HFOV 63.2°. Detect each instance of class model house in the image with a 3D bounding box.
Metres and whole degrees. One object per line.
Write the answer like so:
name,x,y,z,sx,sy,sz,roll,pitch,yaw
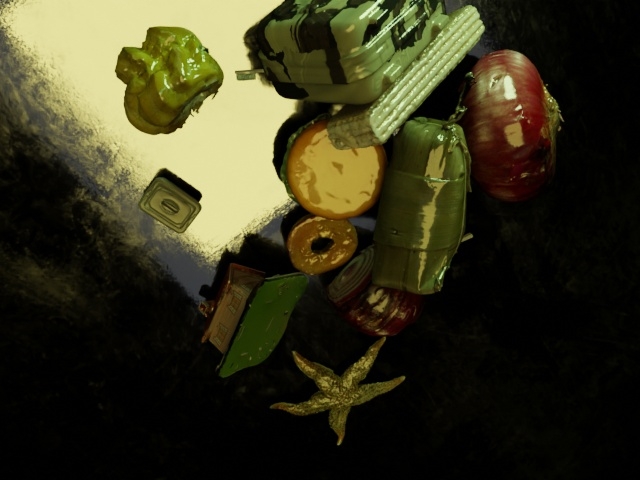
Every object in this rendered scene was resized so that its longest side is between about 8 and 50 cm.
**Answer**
model house,-0.184,0.169,1.294,0.207,0.154,0.294,-8,130,-55

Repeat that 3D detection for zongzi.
zongzi,0.259,-0.138,1.142,0.181,0.418,0.447,17,111,24

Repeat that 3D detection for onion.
onion,0.392,-0.243,1.181,0.285,0.347,0.347,-6,116,30
onion,0.153,0.145,1.306,0.206,0.207,0.216,39,103,-18

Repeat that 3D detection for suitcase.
suitcase,0.046,-0.413,1.020,0.351,0.339,0.194,-50,136,-28

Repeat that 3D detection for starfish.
starfish,0.056,0.404,1.448,0.347,0.078,0.358,30,101,-17

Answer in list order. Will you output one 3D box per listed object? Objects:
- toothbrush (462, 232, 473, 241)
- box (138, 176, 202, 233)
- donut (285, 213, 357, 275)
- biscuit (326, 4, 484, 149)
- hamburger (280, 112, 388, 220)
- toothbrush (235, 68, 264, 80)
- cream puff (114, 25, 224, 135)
toothbrush,0.320,0.029,1.397,0.194,0.014,0.017,-29,112,-1
box,-0.342,-0.084,1.190,0.122,0.062,0.089,36,99,-20
donut,0.000,0.000,1.294,0.178,0.065,0.162,-13,116,-8
biscuit,0.177,-0.336,1.072,0.426,0.144,0.078,-49,118,-27
hamburger,0.033,-0.168,1.183,0.246,0.170,0.246,0,105,1
toothbrush,-0.056,-0.370,1.171,0.269,0.021,0.027,-2,122,-11
cream puff,-0.321,-0.329,1.053,0.195,0.195,0.221,42,92,-22
